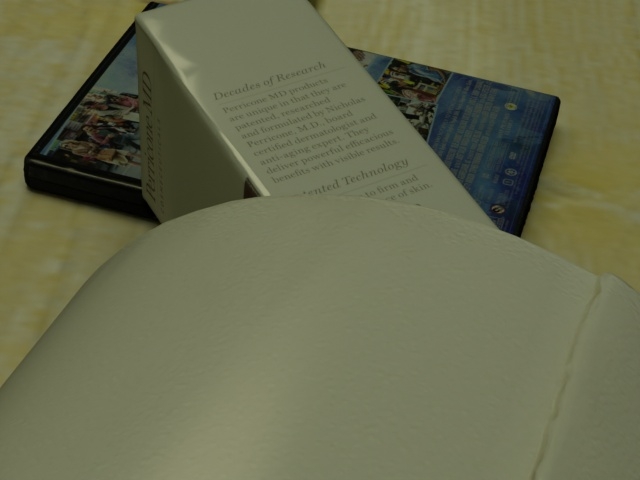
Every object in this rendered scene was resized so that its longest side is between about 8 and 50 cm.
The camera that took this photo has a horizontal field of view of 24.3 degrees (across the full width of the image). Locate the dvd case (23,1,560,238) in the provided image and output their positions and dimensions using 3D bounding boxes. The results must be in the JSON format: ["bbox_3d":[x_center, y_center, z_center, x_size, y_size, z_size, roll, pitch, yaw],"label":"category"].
[{"bbox_3d":[-0.008,-0.054,0.805,0.253,0.022,0.180,15,39,9],"label":"dvd case"}]

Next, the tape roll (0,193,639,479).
[{"bbox_3d":[-0.003,0.132,0.389,0.246,0.246,0.169,17,38,12],"label":"tape roll"}]

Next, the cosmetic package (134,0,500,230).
[{"bbox_3d":[0.000,0.000,0.642,0.085,0.117,0.231,-20,49,-22],"label":"cosmetic package"}]
